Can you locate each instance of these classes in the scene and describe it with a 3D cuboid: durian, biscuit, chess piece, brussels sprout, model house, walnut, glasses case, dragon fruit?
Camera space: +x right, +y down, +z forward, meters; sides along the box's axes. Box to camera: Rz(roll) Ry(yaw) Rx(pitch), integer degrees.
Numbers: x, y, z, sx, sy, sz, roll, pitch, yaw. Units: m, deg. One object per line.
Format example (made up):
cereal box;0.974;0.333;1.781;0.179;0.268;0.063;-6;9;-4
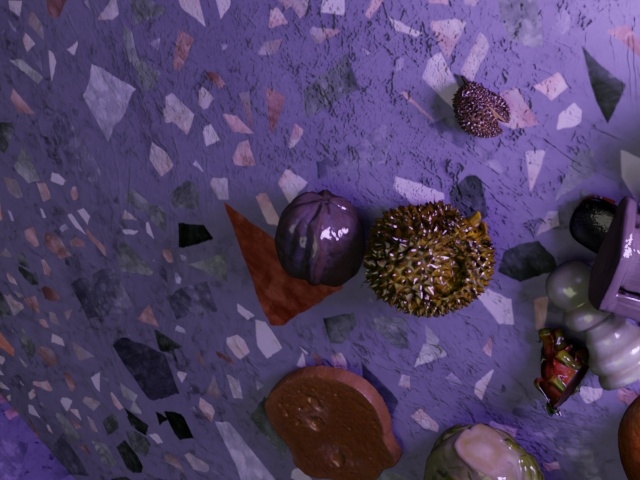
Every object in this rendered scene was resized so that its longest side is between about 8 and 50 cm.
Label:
durian;0.302;-0.258;1.477;0.110;0.071;0.140;-32;90;39
biscuit;0.034;0.497;2.049;0.385;0.062;0.365;-16;107;38
durian;0.229;0.047;1.584;0.292;0.258;0.258;-2;113;22
chess piece;0.544;0.155;1.502;0.144;0.144;0.251;-40;85;40
brussels sprout;0.378;0.593;1.765;0.327;0.247;0.328;16;125;24
model house;0.586;0.056;1.338;0.188;0.122;0.229;19;127;17
walnut;0.000;0.000;1.730;0.224;0.224;0.224;15;121;26
glasses case;0.600;0.007;1.423;0.266;0.067;0.103;30;128;16
dragon fruit;0.512;0.269;1.598;0.142;0.138;0.175;-24;66;2

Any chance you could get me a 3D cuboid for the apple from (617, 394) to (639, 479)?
apple;0.721;0.428;1.449;0.309;0.250;0.278;34;127;10
